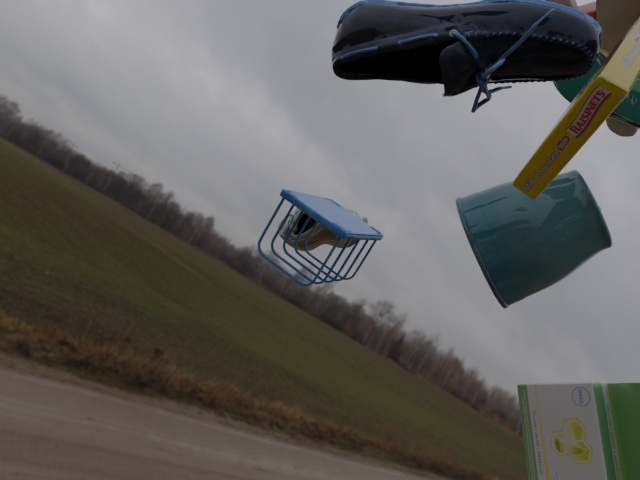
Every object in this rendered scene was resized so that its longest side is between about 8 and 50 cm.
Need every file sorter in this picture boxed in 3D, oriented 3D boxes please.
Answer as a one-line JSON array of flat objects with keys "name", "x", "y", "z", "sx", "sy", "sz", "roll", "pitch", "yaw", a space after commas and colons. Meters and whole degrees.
[{"name": "file sorter", "x": 0.000, "y": 0.000, "z": 0.841, "sx": 0.118, "sy": 0.104, "sz": 0.170, "roll": 36, "pitch": 14, "yaw": 21}]

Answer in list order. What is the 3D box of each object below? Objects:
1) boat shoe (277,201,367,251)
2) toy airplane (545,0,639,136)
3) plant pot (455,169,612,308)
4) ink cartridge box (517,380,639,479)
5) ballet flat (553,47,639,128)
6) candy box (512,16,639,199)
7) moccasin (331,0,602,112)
[{"name": "boat shoe", "x": -0.018, "y": -0.044, "z": 1.294, "sx": 0.103, "sy": 0.118, "sz": 0.320, "roll": 37, "pitch": -16, "yaw": -27}, {"name": "toy airplane", "x": 0.619, "y": -0.431, "z": 1.077, "sx": 0.386, "sy": 0.272, "sz": 0.384, "roll": 33, "pitch": -44, "yaw": -5}, {"name": "plant pot", "x": 0.470, "y": -0.023, "z": 1.180, "sx": 0.271, "sy": 0.255, "sz": 0.271, "roll": 51, "pitch": 24, "yaw": -34}, {"name": "ink cartridge box", "x": 0.399, "y": 0.282, "z": 0.747, "sx": 0.056, "sy": 0.170, "sz": 0.235, "roll": 10, "pitch": -19, "yaw": -35}, {"name": "ballet flat", "x": 0.533, "y": -0.270, "z": 0.944, "sx": 0.123, "sy": 0.123, "sz": 0.348, "roll": 32, "pitch": 20, "yaw": -21}, {"name": "candy box", "x": 0.230, "y": -0.120, "z": 0.451, "sx": 0.027, "sy": 0.206, "sz": 0.105, "roll": 36, "pitch": -43, "yaw": 13}, {"name": "moccasin", "x": 0.180, "y": -0.237, "z": 0.723, "sx": 0.342, "sy": 0.116, "sz": 0.137, "roll": 9, "pitch": -23, "yaw": 24}]
